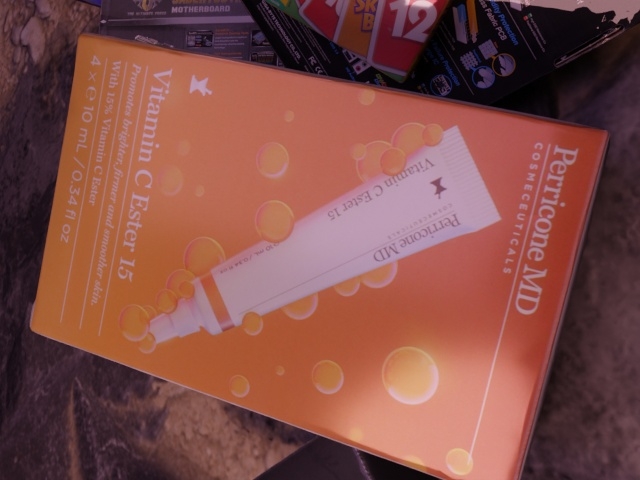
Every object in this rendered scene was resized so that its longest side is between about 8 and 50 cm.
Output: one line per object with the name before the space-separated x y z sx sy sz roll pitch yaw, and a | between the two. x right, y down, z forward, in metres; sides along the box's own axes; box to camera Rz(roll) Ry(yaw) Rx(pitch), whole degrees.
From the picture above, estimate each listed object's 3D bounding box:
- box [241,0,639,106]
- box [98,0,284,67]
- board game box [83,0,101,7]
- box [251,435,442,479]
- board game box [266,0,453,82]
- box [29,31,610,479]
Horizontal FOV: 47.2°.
box | 0.072 -0.239 0.547 0.293 0.073 0.296 -28 103 30
box | -0.099 -0.160 0.708 0.230 0.056 0.183 0 80 7
board game box | -0.374 -0.475 1.039 0.347 0.078 0.234 26 98 38
box | 0.056 0.279 0.515 0.165 0.143 0.271 -40 60 27
board game box | 0.067 -0.247 0.486 0.124 0.039 0.260 32 120 4
box | 0.000 0.000 0.519 0.345 0.168 0.215 14 97 19
